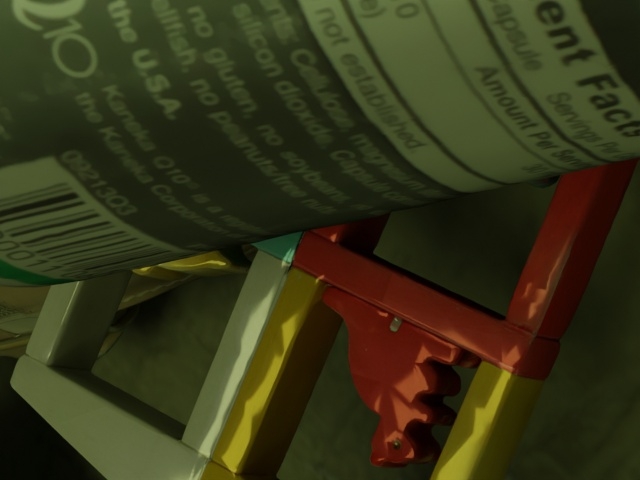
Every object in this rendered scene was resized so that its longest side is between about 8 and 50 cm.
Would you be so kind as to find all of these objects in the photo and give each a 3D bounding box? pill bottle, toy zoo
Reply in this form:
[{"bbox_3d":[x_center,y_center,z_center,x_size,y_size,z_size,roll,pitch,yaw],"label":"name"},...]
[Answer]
[{"bbox_3d":[0.035,-0.115,0.480,0.361,0.204,0.204,-13,90,27],"label":"pill bottle"},{"bbox_3d":[0.000,0.000,0.617,0.192,0.030,0.293,25,94,30],"label":"toy zoo"}]

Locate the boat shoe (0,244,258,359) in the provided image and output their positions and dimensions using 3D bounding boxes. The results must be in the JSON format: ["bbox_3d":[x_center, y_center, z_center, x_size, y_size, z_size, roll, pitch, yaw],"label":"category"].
[{"bbox_3d":[-0.125,0.003,0.783,0.302,0.098,0.109,-13,46,30],"label":"boat shoe"}]
